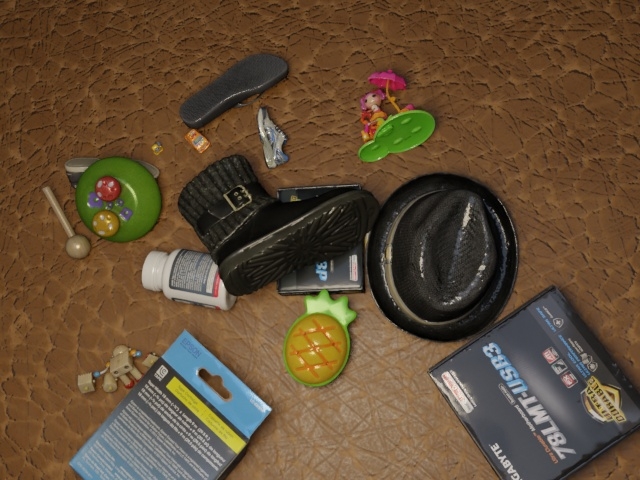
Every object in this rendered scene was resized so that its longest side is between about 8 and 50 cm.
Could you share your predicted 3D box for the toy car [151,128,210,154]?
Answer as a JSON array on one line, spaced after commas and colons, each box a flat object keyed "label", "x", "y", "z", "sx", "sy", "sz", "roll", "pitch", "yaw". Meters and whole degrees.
[{"label": "toy car", "x": -0.303, "y": -0.203, "z": 1.600, "sx": 0.122, "sy": 0.040, "sz": 0.060, "roll": -27, "pitch": 75, "yaw": 0}]

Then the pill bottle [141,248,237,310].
[{"label": "pill bottle", "x": -0.259, "y": 0.074, "z": 1.494, "sx": 0.180, "sy": 0.108, "sz": 0.108, "roll": 10, "pitch": 78, "yaw": 10}]

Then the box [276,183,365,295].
[{"label": "box", "x": 0.000, "y": 0.000, "z": 1.504, "sx": 0.175, "sy": 0.051, "sz": 0.221, "roll": -2, "pitch": 76, "yaw": 9}]

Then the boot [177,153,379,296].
[{"label": "boot", "x": -0.088, "y": -0.070, "z": 1.443, "sx": 0.347, "sy": 0.131, "sz": 0.260, "roll": -24, "pitch": 52, "yaw": -10}]

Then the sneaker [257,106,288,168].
[{"label": "sneaker", "x": -0.100, "y": -0.220, "z": 1.578, "sx": 0.058, "sy": 0.052, "sz": 0.135, "roll": -12, "pitch": 83, "yaw": -5}]

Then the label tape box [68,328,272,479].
[{"label": "label tape box", "x": -0.274, "y": 0.376, "z": 1.424, "sx": 0.240, "sy": 0.106, "sz": 0.334, "roll": 40, "pitch": 84, "yaw": 15}]

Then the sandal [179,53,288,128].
[{"label": "sandal", "x": -0.186, "y": -0.322, "z": 1.608, "sx": 0.254, "sy": 0.054, "sz": 0.097, "roll": -29, "pitch": 58, "yaw": 1}]

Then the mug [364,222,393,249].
[{"label": "mug", "x": 0.122, "y": -0.006, "z": 1.494, "sx": 0.064, "sy": 0.078, "sz": 0.062, "roll": 0, "pitch": 33, "yaw": -1}]

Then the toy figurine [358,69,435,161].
[{"label": "toy figurine", "x": 0.133, "y": -0.271, "z": 1.539, "sx": 0.173, "sy": 0.130, "sz": 0.159, "roll": -31, "pitch": 59, "yaw": 25}]

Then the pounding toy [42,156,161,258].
[{"label": "pounding toy", "x": -0.451, "y": -0.065, "z": 1.519, "sx": 0.236, "sy": 0.110, "sz": 0.183, "roll": -22, "pitch": 101, "yaw": 8}]

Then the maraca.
[{"label": "maraca", "x": -0.001, "y": 0.189, "z": 1.434, "sx": 0.127, "sy": 0.099, "sz": 0.186, "roll": 19, "pitch": 83, "yaw": 2}]

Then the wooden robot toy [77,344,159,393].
[{"label": "wooden robot toy", "x": -0.405, "y": 0.251, "z": 1.507, "sx": 0.173, "sy": 0.076, "sz": 0.079, "roll": -26, "pitch": 39, "yaw": 1}]

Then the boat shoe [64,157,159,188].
[{"label": "boat shoe", "x": -0.447, "y": -0.136, "z": 1.606, "sx": 0.206, "sy": 0.075, "sz": 0.065, "roll": 5, "pitch": 120, "yaw": 4}]

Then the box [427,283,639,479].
[{"label": "box", "x": 0.399, "y": 0.283, "z": 1.375, "sx": 0.293, "sy": 0.073, "sz": 0.296, "roll": -33, "pitch": 74, "yaw": -2}]

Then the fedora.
[{"label": "fedora", "x": 0.242, "y": 0.023, "z": 1.389, "sx": 0.333, "sy": 0.152, "sz": 0.334, "roll": 1, "pitch": 83, "yaw": -4}]
